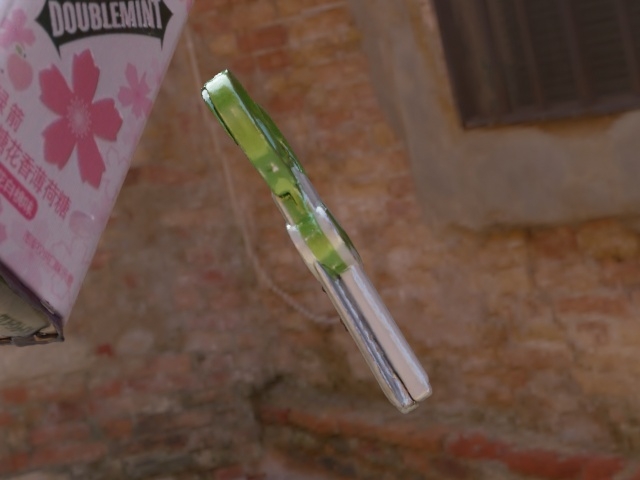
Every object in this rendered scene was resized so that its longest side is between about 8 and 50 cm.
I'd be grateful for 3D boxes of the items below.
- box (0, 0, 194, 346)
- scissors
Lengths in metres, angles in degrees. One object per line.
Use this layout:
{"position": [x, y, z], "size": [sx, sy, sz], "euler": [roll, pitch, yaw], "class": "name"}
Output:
{"position": [-0.214, -0.117, 1.038], "size": [0.112, 0.190, 0.370], "euler": [-5, 51, 32], "class": "box"}
{"position": [0.000, 0.000, 0.740], "size": [0.027, 0.204, 0.101], "euler": [-34, -24, 7], "class": "scissors"}
